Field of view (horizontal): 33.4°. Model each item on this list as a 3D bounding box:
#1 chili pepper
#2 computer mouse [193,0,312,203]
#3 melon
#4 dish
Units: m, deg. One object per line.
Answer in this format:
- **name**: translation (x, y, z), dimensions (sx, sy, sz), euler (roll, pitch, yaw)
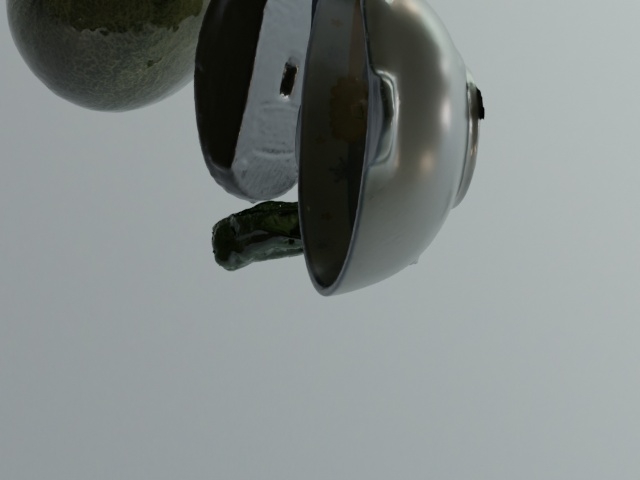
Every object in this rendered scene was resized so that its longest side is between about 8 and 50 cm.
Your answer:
- **chili pepper**: translation (0.004, -0.003, 0.856), dimensions (0.182, 0.073, 0.050), euler (5, -125, -17)
- **computer mouse**: translation (-0.061, -0.172, 1.021), dimensions (0.086, 0.269, 0.137), euler (17, -170, 32)
- **melon**: translation (-0.203, -0.289, 1.177), dimensions (0.249, 0.329, 0.248), euler (34, -153, -20)
- **dish**: translation (0.046, -0.078, 0.651), dimensions (0.086, 0.227, 0.236), euler (1, -154, -12)
